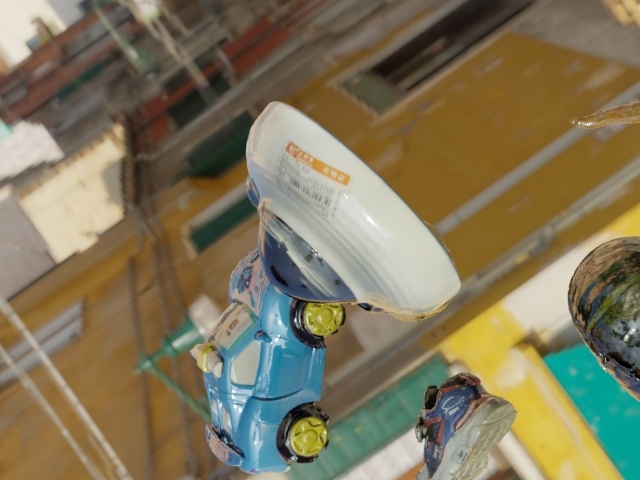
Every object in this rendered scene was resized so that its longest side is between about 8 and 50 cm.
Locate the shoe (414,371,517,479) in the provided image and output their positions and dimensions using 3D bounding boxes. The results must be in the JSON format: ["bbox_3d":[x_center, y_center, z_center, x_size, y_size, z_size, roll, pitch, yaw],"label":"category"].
[{"bbox_3d":[0.161,0.252,1.762,0.125,0.099,0.227,48,135,22],"label":"shoe"}]

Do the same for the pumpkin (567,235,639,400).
[{"bbox_3d":[0.396,0.104,1.590,0.238,0.159,0.238,30,-156,-15],"label":"pumpkin"}]

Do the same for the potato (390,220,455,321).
[{"bbox_3d":[0.141,0.043,2.011,0.137,0.137,0.176,55,164,31],"label":"potato"}]

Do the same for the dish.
[{"bbox_3d":[0.000,0.000,1.374,0.273,0.134,0.273,44,173,7],"label":"dish"}]

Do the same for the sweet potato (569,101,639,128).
[{"bbox_3d":[0.344,-0.143,1.550,0.026,0.115,0.026,19,-114,-53],"label":"sweet potato"}]

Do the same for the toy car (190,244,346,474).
[{"bbox_3d":[-0.077,0.142,1.737,0.198,0.166,0.314,-153,68,-64],"label":"toy car"}]
